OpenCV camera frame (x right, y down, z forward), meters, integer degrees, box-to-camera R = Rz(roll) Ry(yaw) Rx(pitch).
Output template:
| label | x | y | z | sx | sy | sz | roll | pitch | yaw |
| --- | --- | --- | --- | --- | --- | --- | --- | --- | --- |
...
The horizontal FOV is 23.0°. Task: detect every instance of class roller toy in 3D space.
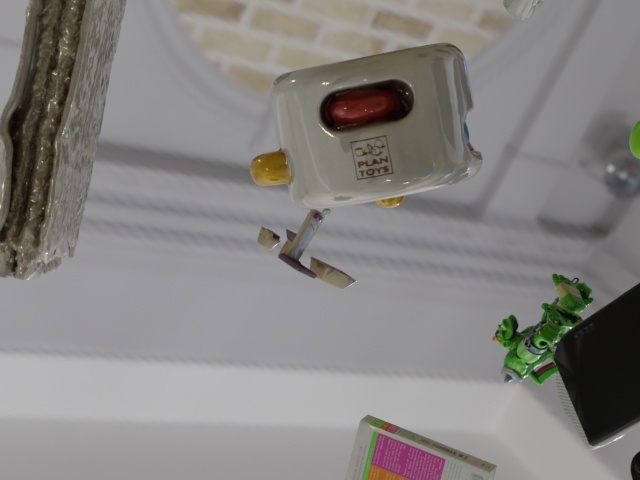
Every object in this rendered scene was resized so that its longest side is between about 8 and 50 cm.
| label | x | y | z | sx | sy | sz | roll | pitch | yaw |
| --- | --- | --- | --- | --- | --- | --- | --- | --- | --- |
| roller toy | 0.053 | -0.103 | 1.508 | 0.209 | 0.146 | 0.191 | -14 | -175 | -37 |

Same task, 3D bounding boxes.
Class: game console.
| label | x | y | z | sx | sy | sz | roll | pitch | yaw |
| --- | --- | --- | --- | --- | --- | --- | --- | --- | --- |
| game console | 0.387 | 0.233 | 1.725 | 0.044 | 0.213 | 0.361 | -11 | -110 | -32 |

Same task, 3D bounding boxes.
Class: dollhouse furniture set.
| label | x | y | z | sx | sy | sz | roll | pitch | yaw |
| --- | --- | --- | --- | --- | --- | --- | --- | --- | --- |
| dollhouse furniture set | 0.000 | 0.000 | 1.917 | 0.114 | 0.081 | 0.091 | 26 | -175 | -46 |

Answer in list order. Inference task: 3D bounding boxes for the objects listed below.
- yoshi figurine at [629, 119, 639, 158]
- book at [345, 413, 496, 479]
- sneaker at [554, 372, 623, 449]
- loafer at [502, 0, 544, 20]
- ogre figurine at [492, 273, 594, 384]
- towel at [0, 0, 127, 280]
| label | x | y | z | sx | sy | sz | roll | pitch | yaw |
| --- | --- | --- | --- | --- | --- | --- | --- | --- | --- |
| yoshi figurine | 0.525 | -0.241 | 2.010 | 0.203 | 0.362 | 0.203 | -24 | -106 | -44 |
| book | 0.098 | 0.244 | 1.581 | 0.144 | 0.096 | 0.035 | 21 | -157 | 22 |
| sneaker | 0.383 | 0.230 | 2.216 | 0.070 | 0.051 | 0.134 | -13 | -126 | -16 |
| loafer | 0.288 | -0.440 | 2.068 | 0.111 | 0.319 | 0.112 | 26 | -141 | 16 |
| ogre figurine | 0.287 | 0.121 | 2.024 | 0.097 | 0.118 | 0.197 | 32 | -154 | -11 |
| towel | -0.174 | -0.113 | 1.076 | 0.049 | 0.282 | 0.187 | 12 | -179 | -3 |
